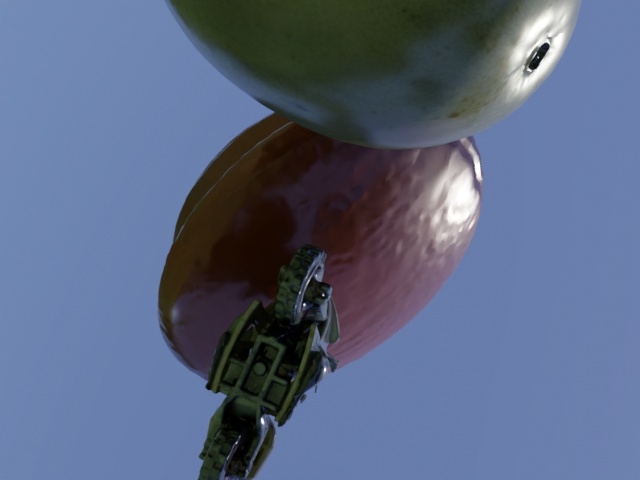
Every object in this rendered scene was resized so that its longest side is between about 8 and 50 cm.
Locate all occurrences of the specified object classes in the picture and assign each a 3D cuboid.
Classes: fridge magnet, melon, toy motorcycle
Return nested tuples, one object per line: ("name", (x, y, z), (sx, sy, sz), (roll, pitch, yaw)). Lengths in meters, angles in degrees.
("fridge magnet", (0.000, 0.000, 1.258), (0.363, 0.363, 0.155), (-51, -126, 19))
("melon", (0.023, -0.211, 0.869), (0.330, 0.268, 0.268), (38, -78, 25))
("toy motorcycle", (-0.040, 0.117, 1.104), (0.130, 0.094, 0.229), (58, 55, -78))
